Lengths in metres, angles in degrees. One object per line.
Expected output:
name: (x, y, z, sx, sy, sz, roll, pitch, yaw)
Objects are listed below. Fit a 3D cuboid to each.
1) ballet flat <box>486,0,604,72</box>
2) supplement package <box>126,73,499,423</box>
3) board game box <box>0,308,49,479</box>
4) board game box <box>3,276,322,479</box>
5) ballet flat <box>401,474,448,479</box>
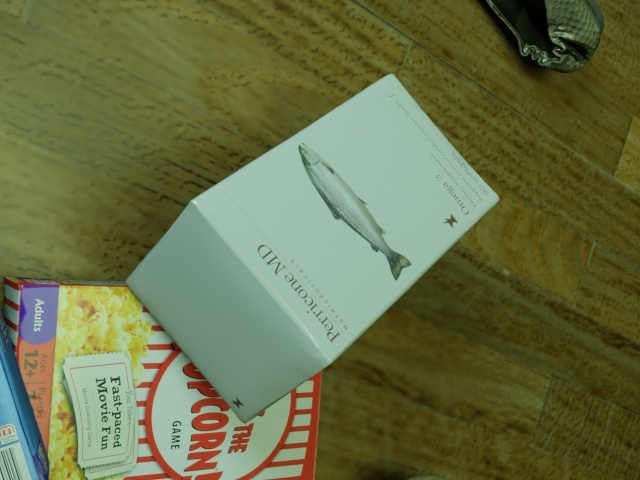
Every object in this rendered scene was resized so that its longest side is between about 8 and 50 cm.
ballet flat: (0.128, -0.210, 0.600, 0.250, 0.084, 0.058, 41, 71, -33)
supplement package: (0.000, 0.000, 0.472, 0.105, 0.105, 0.179, 50, 49, 1)
board game box: (-0.234, 0.040, 0.377, 0.160, 0.047, 0.210, -16, 98, -16)
board game box: (-0.092, 0.098, 0.497, 0.194, 0.045, 0.146, 3, 91, -32)
ballet flat: (0.107, 0.329, 0.528, 0.123, 0.123, 0.348, -14, 72, -31)
